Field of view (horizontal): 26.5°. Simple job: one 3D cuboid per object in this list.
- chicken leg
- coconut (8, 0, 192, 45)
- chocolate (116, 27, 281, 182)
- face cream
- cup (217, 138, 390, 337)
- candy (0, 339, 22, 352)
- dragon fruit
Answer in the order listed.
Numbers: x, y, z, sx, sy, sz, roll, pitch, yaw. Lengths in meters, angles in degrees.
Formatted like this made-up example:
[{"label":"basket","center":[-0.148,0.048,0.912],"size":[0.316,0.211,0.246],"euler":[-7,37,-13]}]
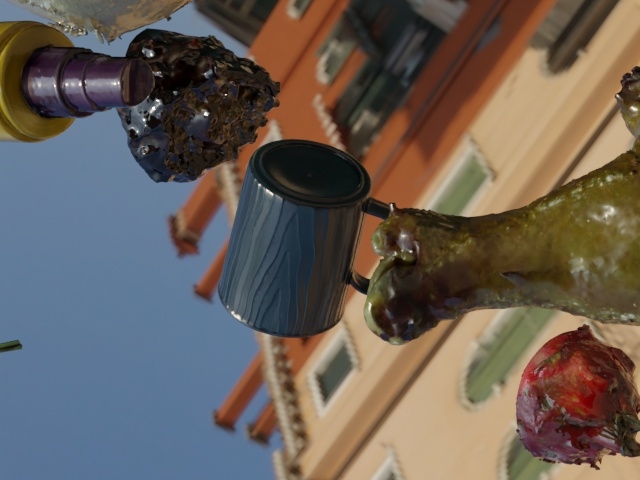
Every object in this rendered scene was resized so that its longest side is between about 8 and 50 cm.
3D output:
[{"label":"chicken leg","center":[0.216,-0.022,0.941],"size":[0.361,0.211,0.140],"euler":[4,165,4]},{"label":"coconut","center":[-0.283,-0.416,1.505],"size":[0.346,0.346,0.360],"euler":[-113,1,-56]},{"label":"chocolate","center":[-0.138,-0.179,1.803],"size":[0.177,0.206,0.224],"euler":[0,177,36]},{"label":"face cream","center":[-0.217,-0.103,0.882],"size":[0.273,0.078,0.078],"euler":[6,-179,36]},{"label":"cup","center":[-0.006,-0.006,1.183],"size":[0.150,0.138,0.113],"euler":[-6,-141,-28]},{"label":"candy","center":[-0.595,0.186,2.161],"size":[0.262,0.077,0.073],"euler":[-9,-125,-41]},{"label":"dragon fruit","center":[0.290,0.168,1.400],"size":[0.153,0.153,0.111],"euler":[17,177,-39]}]
